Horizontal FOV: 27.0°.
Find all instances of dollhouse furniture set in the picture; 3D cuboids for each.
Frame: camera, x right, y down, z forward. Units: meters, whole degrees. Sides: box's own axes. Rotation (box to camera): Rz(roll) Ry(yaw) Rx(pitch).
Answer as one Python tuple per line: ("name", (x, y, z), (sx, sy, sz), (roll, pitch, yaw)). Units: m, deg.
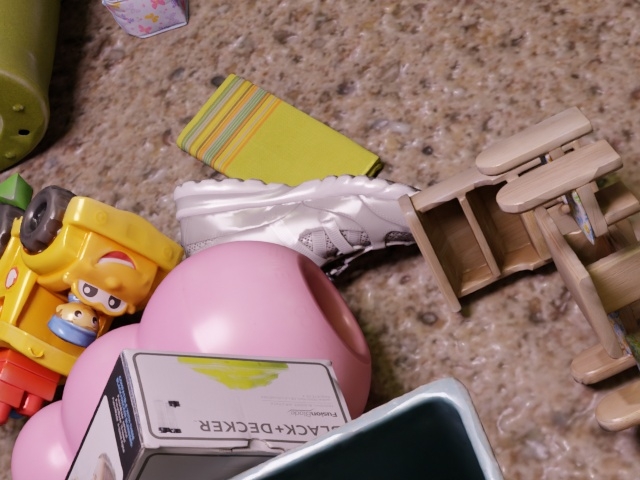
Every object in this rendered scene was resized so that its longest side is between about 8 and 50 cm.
("dollhouse furniture set", (0.173, 0.019, 1.078), (0.161, 0.212, 0.242), (-25, 23, 5))

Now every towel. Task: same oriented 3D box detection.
("towel", (-0.047, -0.092, 1.386), (0.237, 0.021, 0.102), (33, 80, 38))

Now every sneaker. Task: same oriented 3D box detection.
("sneaker", (0.000, 0.000, 1.258), (0.281, 0.105, 0.115), (-1, 87, 17))

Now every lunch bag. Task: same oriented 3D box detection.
("lunch bag", (-0.206, -0.280, 1.563), (0.083, 0.071, 0.053), (-17, 52, 15))

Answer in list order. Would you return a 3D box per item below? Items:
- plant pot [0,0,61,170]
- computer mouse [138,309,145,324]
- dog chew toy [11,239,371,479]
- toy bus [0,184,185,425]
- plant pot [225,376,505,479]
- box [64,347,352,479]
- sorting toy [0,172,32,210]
("plant pot", (-0.450, -0.268, 1.520), (0.366, 0.366, 0.353), (-20, 61, 12))
("computer mouse", (-0.118, 0.048, 1.311), (0.071, 0.041, 0.242), (10, 54, 18))
("dog chew toy", (-0.123, 0.146, 1.140), (0.331, 0.206, 0.207), (-34, 48, 12))
("toy bus", (-0.255, 0.075, 1.253), (0.220, 0.149, 0.212), (-15, 52, 47))
("plant pot", (0.057, 0.294, 0.898), (0.247, 0.252, 0.248), (-26, 49, 6))
("box", (-0.104, 0.209, 0.998), (0.169, 0.290, 0.087), (5, 43, -26))
("sorting toy", (-0.389, 0.062, 1.420), (0.196, 0.047, 0.348), (-15, 52, 16))
